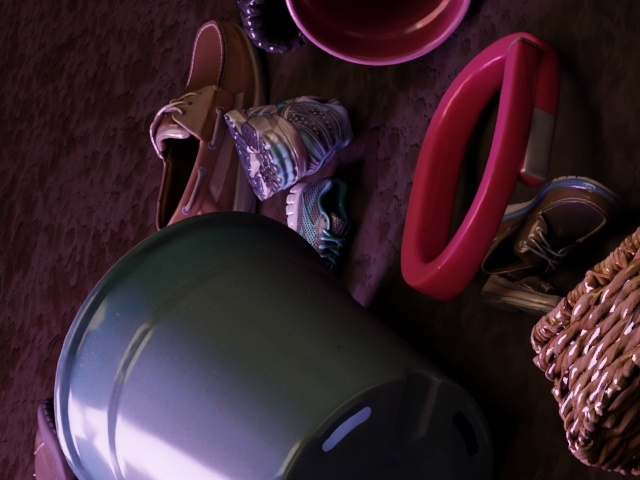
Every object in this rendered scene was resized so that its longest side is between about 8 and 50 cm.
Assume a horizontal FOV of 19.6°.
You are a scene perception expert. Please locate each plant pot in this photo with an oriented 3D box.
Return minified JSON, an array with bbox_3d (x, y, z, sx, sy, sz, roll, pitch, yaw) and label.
[{"bbox_3d":[-0.030,0.182,1.785,0.334,0.341,0.341,29,102,50],"label":"plant pot"},{"bbox_3d":[0.058,-0.315,1.983,0.201,0.201,0.180,-57,19,27],"label":"plant pot"}]

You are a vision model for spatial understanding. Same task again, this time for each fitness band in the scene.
[{"bbox_3d":[0.149,-0.076,1.771,0.209,0.054,0.291,-45,24,49],"label":"fitness band"}]

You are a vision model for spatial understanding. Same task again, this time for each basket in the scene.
[{"bbox_3d":[0.295,0.017,1.407,0.299,0.213,0.223,-47,41,37],"label":"basket"}]

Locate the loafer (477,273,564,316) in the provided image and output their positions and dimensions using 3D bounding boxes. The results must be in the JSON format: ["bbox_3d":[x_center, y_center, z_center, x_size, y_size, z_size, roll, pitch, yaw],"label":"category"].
[{"bbox_3d":[0.191,0.047,1.733,0.125,0.045,0.039,6,75,62],"label":"loafer"}]

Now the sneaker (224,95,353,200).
[{"bbox_3d":[-0.029,-0.113,2.124,0.283,0.122,0.110,-152,39,-77],"label":"sneaker"}]

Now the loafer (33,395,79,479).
[{"bbox_3d":[-0.274,0.345,2.296,0.366,0.134,0.130,-117,38,-52],"label":"loafer"}]

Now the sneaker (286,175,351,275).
[{"bbox_3d":[0.000,0.000,2.048,0.076,0.065,0.166,-30,54,45],"label":"sneaker"}]

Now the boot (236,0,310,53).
[{"bbox_3d":[-0.034,-0.419,2.180,0.260,0.131,0.348,-119,37,-57],"label":"boot"}]

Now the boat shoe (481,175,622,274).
[{"bbox_3d":[0.209,-0.004,1.691,0.066,0.066,0.183,-63,14,-25],"label":"boat shoe"}]

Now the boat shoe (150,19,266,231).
[{"bbox_3d":[-0.144,-0.135,2.286,0.123,0.116,0.324,-32,50,49],"label":"boat shoe"}]
